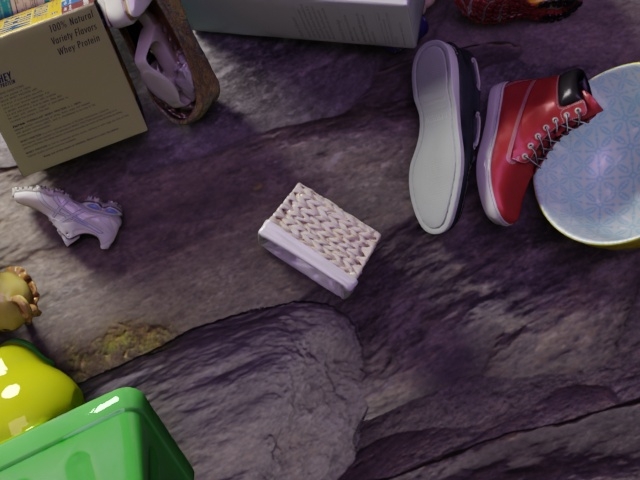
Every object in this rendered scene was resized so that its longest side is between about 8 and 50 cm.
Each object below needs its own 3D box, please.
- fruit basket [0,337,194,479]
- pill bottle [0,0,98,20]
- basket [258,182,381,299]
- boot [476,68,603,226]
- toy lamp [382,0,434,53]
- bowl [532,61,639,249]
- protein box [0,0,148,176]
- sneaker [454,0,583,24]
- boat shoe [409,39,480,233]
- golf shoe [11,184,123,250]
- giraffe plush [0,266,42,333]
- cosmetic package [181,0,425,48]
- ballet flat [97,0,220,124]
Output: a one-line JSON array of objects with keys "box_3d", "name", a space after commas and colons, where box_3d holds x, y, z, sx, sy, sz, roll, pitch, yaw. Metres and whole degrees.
[{"box_3d": [-0.391, 0.328, 1.227, 0.392, 0.283, 0.392, -12, 40, 10], "name": "fruit basket"}, {"box_3d": [-0.476, -0.400, 1.349, 0.264, 0.146, 0.146, -9, 81, -13], "name": "pill bottle"}, {"box_3d": [0.000, 0.000, 1.327, 0.167, 0.113, 0.103, 32, 79, 3], "name": "basket"}, {"box_3d": [0.338, -0.144, 1.322, 0.176, 0.088, 0.244, -4, 69, 40], "name": "boot"}, {"box_3d": [0.195, -0.417, 1.419, 0.080, 0.080, 0.274, 42, 82, 5], "name": "toy lamp"}, {"box_3d": [0.490, -0.108, 1.323, 0.156, 0.289, 0.289, 23, 78, -40], "name": "bowl"}, {"box_3d": [-0.392, -0.239, 1.295, 0.200, 0.136, 0.201, -22, 119, -5], "name": "protein box"}, {"box_3d": [0.314, -0.410, 1.415, 0.225, 0.088, 0.092, -5, 72, -22], "name": "sneaker"}, {"box_3d": [0.207, -0.160, 1.365, 0.091, 0.114, 0.302, 0, 94, -41], "name": "boat shoe"}, {"box_3d": [-0.398, -0.035, 1.344, 0.176, 0.069, 0.086, 14, 87, 1], "name": "golf shoe"}, {"box_3d": [-0.501, 0.075, 1.277, 0.210, 0.181, 0.170, -43, 96, 9], "name": "giraffe plush"}, {"box_3d": [-0.029, -0.435, 1.338, 0.385, 0.156, 0.217, 9, 80, 14], "name": "cosmetic package"}, {"box_3d": [-0.256, -0.316, 1.275, 0.123, 0.123, 0.348, -32, 127, -6], "name": "ballet flat"}]
